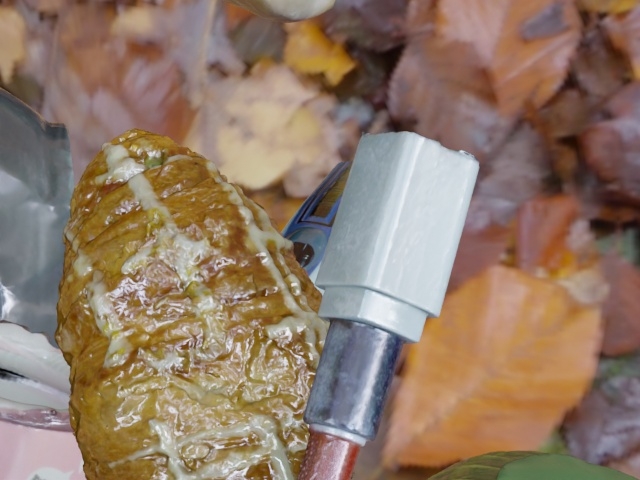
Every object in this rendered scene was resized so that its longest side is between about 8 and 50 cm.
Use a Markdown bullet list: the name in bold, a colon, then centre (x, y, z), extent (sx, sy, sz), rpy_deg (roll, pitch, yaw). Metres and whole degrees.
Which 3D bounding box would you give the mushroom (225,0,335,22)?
- **mushroom**: centre (-0.148, -0.357, 1.705), extent (0.224, 0.313, 0.397), rpy_deg (-14, 79, -40)

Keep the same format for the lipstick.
- **lipstick**: centre (0.010, 0.026, 0.434), extent (0.025, 0.025, 0.107), rpy_deg (24, 76, -30)

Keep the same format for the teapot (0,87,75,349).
- **teapot**: centre (-0.355, 0.038, 1.292), extent (0.361, 0.376, 0.305), rpy_deg (-5, 83, -10)

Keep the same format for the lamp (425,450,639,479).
- **lamp**: centre (0.127, 0.277, 1.204), extent (0.284, 0.250, 0.250), rpy_deg (-26, 94, -47)

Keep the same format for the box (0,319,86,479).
- **box**: centre (-0.160, 0.111, 0.811), extent (0.151, 0.151, 0.135), rpy_deg (17, 99, -7)

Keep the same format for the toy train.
- **toy train**: centre (0.000, 0.001, 1.301), extent (0.055, 0.252, 0.048), rpy_deg (13, 113, 11)

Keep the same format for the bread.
- **bread**: centre (-0.036, 0.063, 0.636), extent (0.105, 0.076, 0.233), rpy_deg (-8, 79, -17)
